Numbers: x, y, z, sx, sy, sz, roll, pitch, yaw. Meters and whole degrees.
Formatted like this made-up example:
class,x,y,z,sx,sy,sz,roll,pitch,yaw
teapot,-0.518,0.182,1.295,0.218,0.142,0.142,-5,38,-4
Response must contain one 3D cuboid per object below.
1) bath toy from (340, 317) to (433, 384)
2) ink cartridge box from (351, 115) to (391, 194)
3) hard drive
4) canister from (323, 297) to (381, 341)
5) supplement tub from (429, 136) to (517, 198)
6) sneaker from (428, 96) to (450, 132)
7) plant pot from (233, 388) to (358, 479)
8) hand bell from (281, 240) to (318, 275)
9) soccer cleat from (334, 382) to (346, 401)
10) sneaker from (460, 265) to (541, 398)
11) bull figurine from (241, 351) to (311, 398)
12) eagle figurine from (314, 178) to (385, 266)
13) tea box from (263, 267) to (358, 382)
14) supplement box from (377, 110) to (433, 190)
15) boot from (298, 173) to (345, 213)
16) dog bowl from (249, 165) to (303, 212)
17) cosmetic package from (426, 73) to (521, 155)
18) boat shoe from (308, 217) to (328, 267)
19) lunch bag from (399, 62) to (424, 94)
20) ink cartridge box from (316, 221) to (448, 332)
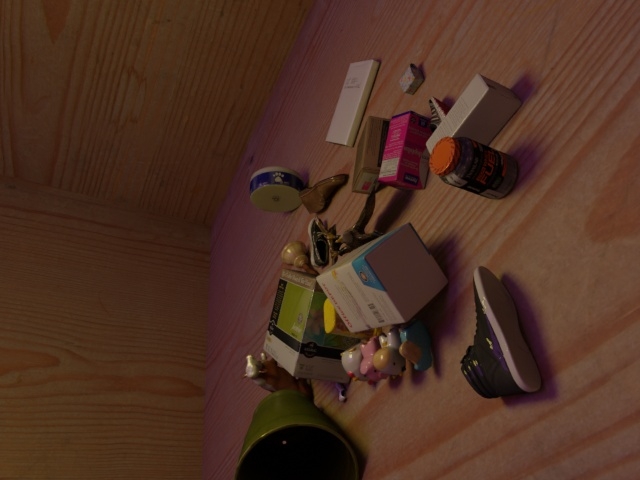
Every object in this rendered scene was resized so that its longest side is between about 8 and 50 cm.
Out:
class,x,y,z,sx,sy,sz,roll,pitch,yaw
bath toy,0.175,0.338,1.403,0.129,0.151,0.348,61,145,7
ink cartridge box,0.174,-0.287,1.703,0.235,0.088,0.194,112,166,-76
hard drive,0.132,-0.582,2.103,0.233,0.047,0.353,36,109,65
canister,0.099,0.246,1.552,0.073,0.169,0.126,-49,35,46
supplement tub,0.364,-0.176,1.181,0.117,0.190,0.117,-43,40,52
sneaker,0.351,-0.362,1.472,0.075,0.063,0.171,-49,39,35
plant pot,-0.094,0.667,1.588,0.353,0.366,0.367,-134,60,-77
hand bell,-0.065,0.114,2.106,0.242,0.126,0.126,47,120,49
soccer cleat,0.069,0.500,1.657,0.035,0.029,0.083,-46,40,34
sneaker,0.357,0.206,1.082,0.147,0.104,0.296,-45,42,41
bull figurine,-0.161,0.505,1.845,0.101,0.310,0.188,-43,17,23
eagle figurine,0.134,-0.028,1.605,0.298,0.226,0.225,-31,23,36
tea box,-0.024,0.287,1.742,0.329,0.219,0.324,11,87,66
supplement box,0.272,-0.275,1.538,0.114,0.111,0.220,8,85,66
boot,0.021,-0.201,2.110,0.305,0.112,0.115,-25,84,55
dog bowl,-0.213,-0.244,2.403,0.265,0.264,0.104,-41,43,52
cosmetic package,0.392,-0.301,1.283,0.231,0.117,0.086,-56,32,36
boat shoe,0.000,0.000,2.038,0.070,0.077,0.220,-38,51,55
lunch bag,0.310,-0.555,1.687,0.071,0.053,0.083,-53,42,45
ink cartridge box,0.162,0.111,1.367,0.198,0.197,0.270,57,148,-2
